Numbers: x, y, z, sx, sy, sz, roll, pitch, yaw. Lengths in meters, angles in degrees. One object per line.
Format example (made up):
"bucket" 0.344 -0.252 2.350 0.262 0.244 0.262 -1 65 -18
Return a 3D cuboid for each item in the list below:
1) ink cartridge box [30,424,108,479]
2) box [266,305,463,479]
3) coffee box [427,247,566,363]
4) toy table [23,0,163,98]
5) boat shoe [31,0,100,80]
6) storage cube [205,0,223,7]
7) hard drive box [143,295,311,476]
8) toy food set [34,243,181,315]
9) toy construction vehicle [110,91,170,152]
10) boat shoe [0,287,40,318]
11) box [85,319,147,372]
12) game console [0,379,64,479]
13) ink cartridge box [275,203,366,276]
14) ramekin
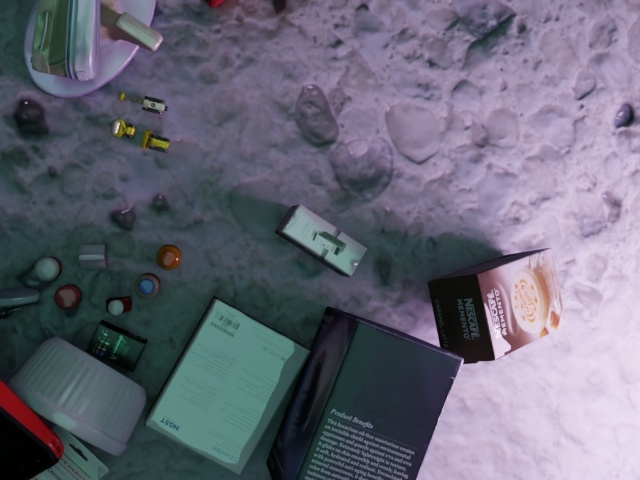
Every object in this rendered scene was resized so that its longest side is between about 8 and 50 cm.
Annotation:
"ink cartridge box" -0.430 0.381 1.453 0.115 0.067 0.198 44 120 -6
"box" 0.055 0.272 1.463 0.183 0.296 0.294 23 86 -8
"coffee box" 0.292 0.104 1.530 0.246 0.098 0.141 -15 93 -48
"toy table" -0.360 -0.357 1.465 0.252 0.161 0.274 22 86 -8
"boat shoe" -0.360 -0.380 1.332 0.094 0.109 0.302 3 91 -8
"storage cube" -0.148 -0.513 1.480 0.215 0.193 0.184 -38 95 -6
"hard drive box" -0.152 0.234 1.534 0.181 0.089 0.232 31 85 -7
"toy food set" -0.338 0.061 1.497 0.232 0.104 0.111 -1 90 -9
"toy construction vehicle" -0.289 -0.195 1.543 0.098 0.035 0.086 12 99 -6
"boat shoe" -0.518 0.106 1.503 0.142 0.049 0.040 -8 110 -7
"box" -0.329 0.170 1.520 0.083 0.062 0.052 25 88 -8
"game console" -0.616 0.277 1.359 0.386 0.060 0.342 -31 116 19
"ink cartridge box" 0.000 0.000 1.551 0.135 0.099 0.056 33 84 -8
"ramekin" -0.366 0.235 1.449 0.207 0.207 0.109 33 77 -7
